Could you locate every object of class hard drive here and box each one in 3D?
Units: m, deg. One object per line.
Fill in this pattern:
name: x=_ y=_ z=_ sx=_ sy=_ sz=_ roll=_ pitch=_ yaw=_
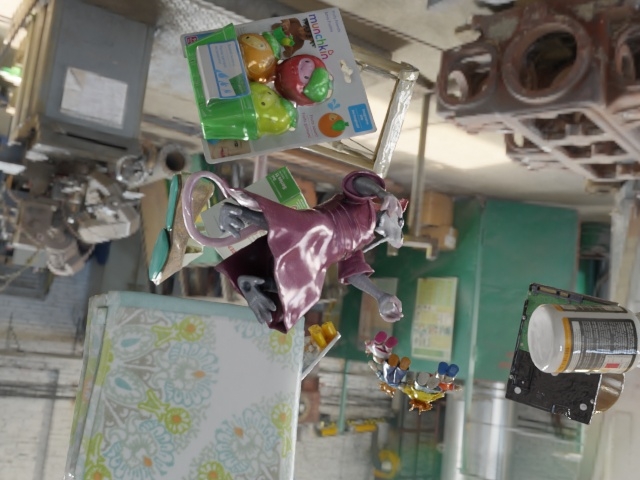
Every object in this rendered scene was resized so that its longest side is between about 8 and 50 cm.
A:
hard drive: x=0.659 y=0.306 z=1.850 sx=0.237 sy=0.339 sz=0.064 roll=13 pitch=-169 yaw=27

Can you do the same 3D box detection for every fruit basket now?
fruit basket: x=-0.092 y=-0.333 z=1.384 sx=0.353 sy=0.327 sz=0.165 roll=-13 pitch=160 yaw=-3

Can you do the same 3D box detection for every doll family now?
doll family: x=0.208 y=0.342 z=1.659 sx=0.263 sy=0.118 sz=0.163 roll=25 pitch=150 yaw=14

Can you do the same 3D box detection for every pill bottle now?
pill bottle: x=0.645 y=0.230 z=1.573 sx=0.278 sy=0.162 sz=0.162 roll=3 pitch=172 yaw=-6

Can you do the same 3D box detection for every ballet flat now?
ballet flat: x=-0.310 y=-0.014 z=1.531 sx=0.106 sy=0.107 sz=0.316 roll=6 pitch=132 yaw=-25

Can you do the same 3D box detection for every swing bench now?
swing bench: x=0.091 y=-0.309 z=1.574 sx=0.255 sy=0.253 sz=0.165 roll=26 pitch=-155 yaw=22

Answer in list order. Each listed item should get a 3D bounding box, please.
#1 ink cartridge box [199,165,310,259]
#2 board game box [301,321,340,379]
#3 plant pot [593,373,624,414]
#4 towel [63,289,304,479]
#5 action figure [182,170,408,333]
ink cartridge box: x=-0.128 y=-0.042 z=1.419 sx=0.208 sy=0.087 sz=0.153 roll=-29 pitch=150 yaw=-2
board game box: x=-0.195 y=0.342 z=1.698 sx=0.390 sy=0.050 sz=0.390 roll=-15 pitch=-164 yaw=38
plant pot: x=0.766 y=0.399 z=2.057 sx=0.230 sy=0.215 sz=0.215 roll=25 pitch=163 yaw=-32
towel: x=-0.217 y=0.257 z=1.132 sx=0.374 sy=0.320 sz=0.090 roll=9 pitch=166 yaw=-15
action figure: x=0.000 y=0.000 z=1.090 sx=0.276 sy=0.248 sz=0.370 roll=27 pitch=-147 yaw=34
